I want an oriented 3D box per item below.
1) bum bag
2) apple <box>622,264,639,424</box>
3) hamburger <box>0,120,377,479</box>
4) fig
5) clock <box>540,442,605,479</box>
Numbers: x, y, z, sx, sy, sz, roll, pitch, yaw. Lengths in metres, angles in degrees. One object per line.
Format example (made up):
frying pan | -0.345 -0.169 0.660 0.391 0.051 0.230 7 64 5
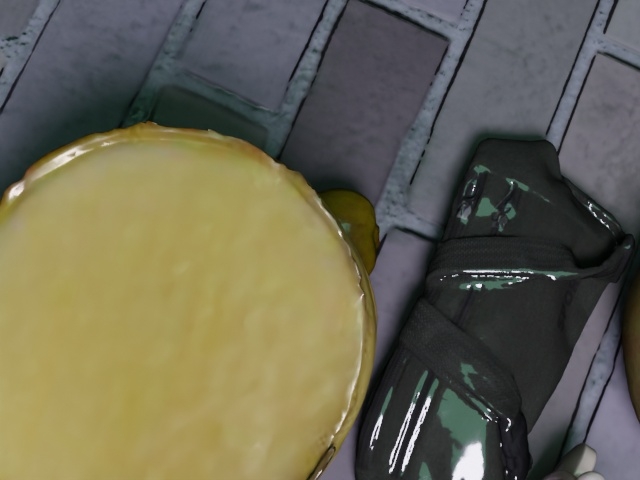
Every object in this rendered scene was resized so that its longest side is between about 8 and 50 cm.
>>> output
bum bag | 0.129 0.074 0.899 0.142 0.080 0.326 23 76 1
apple | 0.346 0.069 0.855 0.257 0.234 0.257 2 79 -11
hamburger | -0.097 0.086 0.802 0.261 0.186 0.303 11 82 6
fig | 0.000 0.000 0.900 0.088 0.074 0.074 -5 78 9
clock | 0.147 0.232 0.828 0.063 0.155 0.229 35 52 -1
